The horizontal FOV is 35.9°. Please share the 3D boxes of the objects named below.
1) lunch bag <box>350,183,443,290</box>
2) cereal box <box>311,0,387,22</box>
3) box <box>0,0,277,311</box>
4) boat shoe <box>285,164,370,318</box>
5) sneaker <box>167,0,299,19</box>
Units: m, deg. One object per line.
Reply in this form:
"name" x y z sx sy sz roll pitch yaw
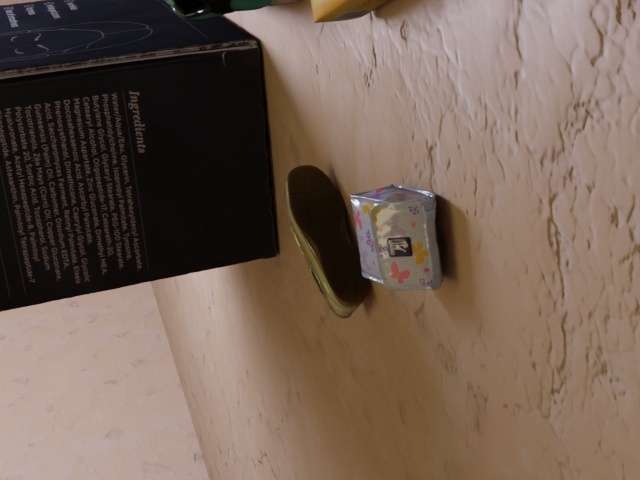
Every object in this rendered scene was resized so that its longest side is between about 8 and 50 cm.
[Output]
"lunch bag" 0.061 -0.002 0.747 0.083 0.053 0.071 21 122 61
"cereal box" 0.019 -0.291 0.698 0.173 0.047 0.240 179 81 -73
"box" -0.356 -0.145 1.319 0.480 0.472 0.297 -132 33 -61
"boat shoe" 0.002 0.000 0.948 0.153 0.056 0.048 65 156 19
"sneaker" -0.116 -0.290 1.028 0.302 0.121 0.108 -143 44 -67
